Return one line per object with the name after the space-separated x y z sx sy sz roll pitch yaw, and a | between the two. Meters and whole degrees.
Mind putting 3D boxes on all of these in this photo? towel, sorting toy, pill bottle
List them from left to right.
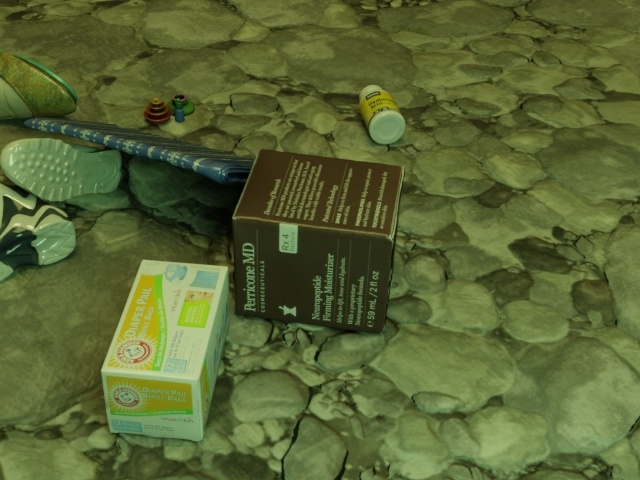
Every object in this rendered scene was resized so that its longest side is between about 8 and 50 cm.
-0.241 -0.132 1.430 0.336 0.040 0.243 15 8 18 | towel
-0.263 -0.238 1.650 0.061 0.042 0.102 29 44 30 | sorting toy
0.103 -0.223 1.634 0.065 0.065 0.116 -6 37 -11 | pill bottle

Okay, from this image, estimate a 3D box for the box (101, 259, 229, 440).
-0.180 0.127 1.125 0.114 0.103 0.203 4 37 2 | box

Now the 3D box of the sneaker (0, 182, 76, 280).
-0.477 -0.016 1.305 0.235 0.094 0.153 -23 43 -29 | sneaker

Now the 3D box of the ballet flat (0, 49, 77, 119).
-0.561 -0.275 1.640 0.348 0.123 0.123 31 46 31 | ballet flat

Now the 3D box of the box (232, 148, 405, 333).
0.000 0.000 1.249 0.203 0.168 0.167 7 38 6 | box

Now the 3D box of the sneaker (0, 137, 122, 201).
-0.399 -0.110 1.392 0.095 0.090 0.235 16 5 24 | sneaker
